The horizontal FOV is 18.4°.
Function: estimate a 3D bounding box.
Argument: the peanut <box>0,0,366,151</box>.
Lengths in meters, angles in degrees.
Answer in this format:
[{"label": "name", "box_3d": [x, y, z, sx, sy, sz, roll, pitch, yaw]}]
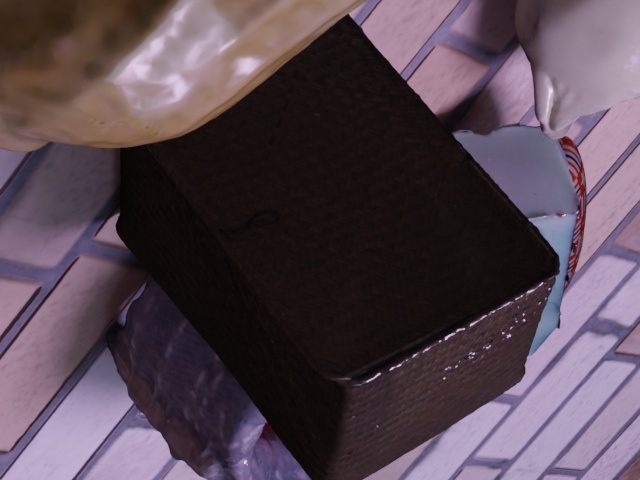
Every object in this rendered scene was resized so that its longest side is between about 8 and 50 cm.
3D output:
[{"label": "peanut", "box_3d": [-0.062, -0.161, 1.123, 0.340, 0.158, 0.174, -42, 173, 8]}]

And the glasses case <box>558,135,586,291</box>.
[{"label": "glasses case", "box_3d": [0.208, -0.013, 1.735, 0.049, 0.073, 0.194, 3, 146, 5]}]

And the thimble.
[{"label": "thimble", "box_3d": [-0.029, 0.080, 1.480, 0.236, 0.172, 0.205, -25, 144, -34]}]

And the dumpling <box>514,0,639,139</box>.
[{"label": "dumpling", "box_3d": [0.229, -0.196, 1.468, 0.193, 0.147, 0.258, -57, 169, -50]}]

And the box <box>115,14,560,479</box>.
[{"label": "box", "box_3d": [0.000, -0.001, 1.295, 0.184, 0.273, 0.143, -27, 151, -24]}]

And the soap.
[{"label": "soap", "box_3d": [0.135, 0.007, 1.609, 0.145, 0.091, 0.230, -9, 147, 0]}]
